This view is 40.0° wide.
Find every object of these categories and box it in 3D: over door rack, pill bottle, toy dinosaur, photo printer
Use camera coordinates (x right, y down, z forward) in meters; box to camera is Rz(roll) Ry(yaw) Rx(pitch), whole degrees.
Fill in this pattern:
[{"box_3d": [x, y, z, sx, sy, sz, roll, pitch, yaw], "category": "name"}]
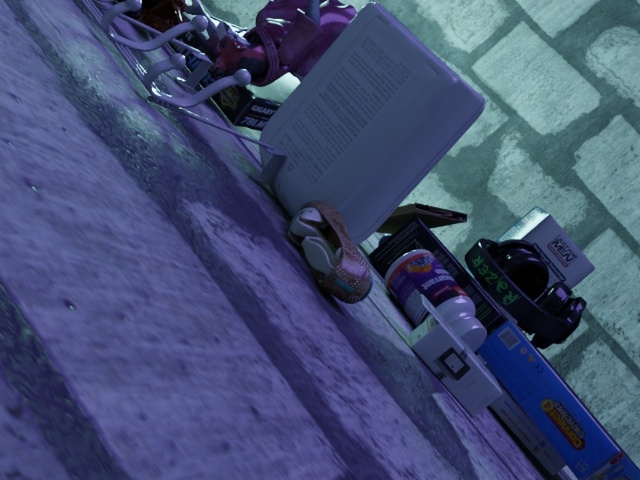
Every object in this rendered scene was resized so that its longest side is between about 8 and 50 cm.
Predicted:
[{"box_3d": [-0.170, -0.236, 1.164, 0.239, 0.108, 0.324, 53, 8, 26], "category": "over door rack"}, {"box_3d": [0.205, 0.115, 1.555, 0.193, 0.108, 0.108, 53, 8, 37], "category": "pill bottle"}, {"box_3d": [-0.274, -0.417, 1.414, 0.322, 0.164, 0.218, 27, -26, 40], "category": "toy dinosaur"}, {"box_3d": [0.053, -0.155, 1.252, 0.107, 0.307, 0.256, 27, 20, -46], "category": "photo printer"}]

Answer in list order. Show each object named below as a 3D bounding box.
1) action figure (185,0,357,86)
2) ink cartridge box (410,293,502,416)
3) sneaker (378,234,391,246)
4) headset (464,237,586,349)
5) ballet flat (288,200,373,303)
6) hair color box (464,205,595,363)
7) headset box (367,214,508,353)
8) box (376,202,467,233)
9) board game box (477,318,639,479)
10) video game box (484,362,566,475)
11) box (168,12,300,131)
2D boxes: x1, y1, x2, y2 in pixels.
[{"box_3d": [-0.081, -0.334, 1.557, 0.370, 0.248, 0.276, -42, 124, -53], "category": "action figure"}, {"box_3d": [0.195, 0.174, 1.356, 0.180, 0.060, 0.104, 49, 7, -1], "category": "ink cartridge box"}, {"box_3d": [0.180, 0.052, 2.000, 0.144, 0.053, 0.059, 59, 10, 12], "category": "sneaker"}, {"box_3d": [0.416, 0.130, 1.788, 0.394, 0.185, 0.243, 18, 29, -49], "category": "headset"}, {"box_3d": [0.000, 0.000, 1.094, 0.067, 0.073, 0.206, 25, 16, -35], "category": "ballet flat"}, {"box_3d": [0.427, 0.104, 2.004, 0.174, 0.347, 0.105, 47, 7, -13], "category": "hair color box"}, {"box_3d": [0.257, 0.113, 1.804, 0.283, 0.131, 0.246, 51, 7, 18], "category": "headset box"}, {"box_3d": [0.179, -0.042, 1.839, 0.164, 0.201, 0.021, 9, 75, -41], "category": "box"}, {"box_3d": [0.453, 0.325, 1.653, 0.308, 0.086, 0.302, 54, 8, 35], "category": "board game box"}, {"box_3d": [0.382, 0.337, 1.691, 0.187, 0.048, 0.205, 46, 7, -2], "category": "video game box"}, {"box_3d": [-0.129, -0.312, 1.684, 0.293, 0.073, 0.295, 8, 37, -55], "category": "box"}]
